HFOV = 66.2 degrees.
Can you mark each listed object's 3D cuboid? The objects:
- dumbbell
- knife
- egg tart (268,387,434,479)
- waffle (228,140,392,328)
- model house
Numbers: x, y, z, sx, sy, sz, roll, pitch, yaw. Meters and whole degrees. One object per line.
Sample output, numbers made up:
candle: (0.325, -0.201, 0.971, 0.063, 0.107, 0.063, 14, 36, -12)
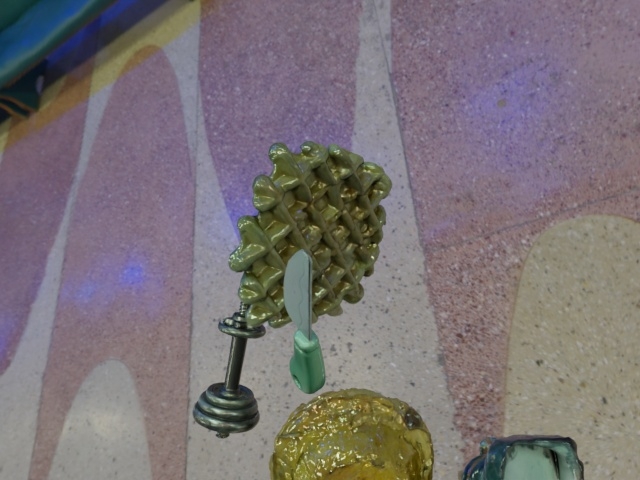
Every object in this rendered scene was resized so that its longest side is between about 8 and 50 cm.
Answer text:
dumbbell: (-0.137, 0.198, 0.801, 0.110, 0.110, 0.255, 13, 93, 35)
knife: (-0.022, 0.096, 0.588, 0.034, 0.261, 0.063, -25, 46, -24)
egg tart: (0.056, 0.379, 0.779, 0.295, 0.294, 0.116, -49, 14, 7)
waffle: (0.000, 0.000, 0.756, 0.056, 0.309, 0.292, 22, 102, 41)
model house: (0.318, 0.477, 0.902, 0.291, 0.184, 0.254, 142, 131, -69)
